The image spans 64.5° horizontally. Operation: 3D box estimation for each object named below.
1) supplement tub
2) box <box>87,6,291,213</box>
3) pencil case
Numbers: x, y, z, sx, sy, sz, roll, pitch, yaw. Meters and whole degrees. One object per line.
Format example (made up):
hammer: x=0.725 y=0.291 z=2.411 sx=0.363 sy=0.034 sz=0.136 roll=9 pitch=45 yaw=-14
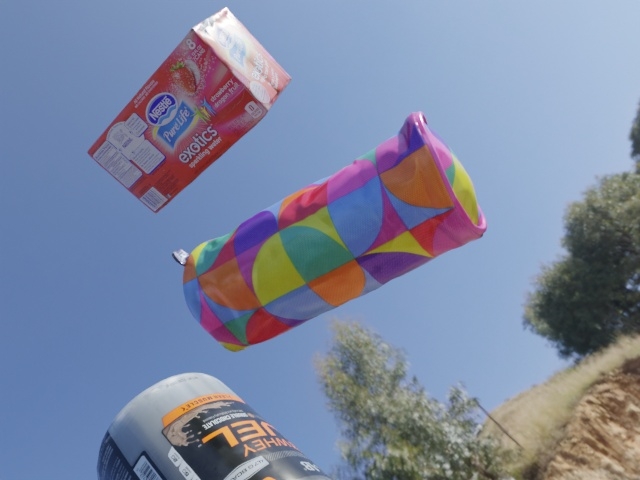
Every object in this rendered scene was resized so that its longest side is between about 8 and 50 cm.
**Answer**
supplement tub: x=-0.106 y=0.321 z=0.601 sx=0.207 sy=0.338 sz=0.207 roll=-21 pitch=-59 yaw=-38
box: x=-0.179 y=-0.170 z=0.690 sx=0.256 sy=0.123 sz=0.128 roll=-33 pitch=-67 yaw=32
pencil case: x=0.000 y=0.000 z=0.386 sx=0.236 sy=0.104 sz=0.104 roll=-26 pitch=-38 yaw=24
